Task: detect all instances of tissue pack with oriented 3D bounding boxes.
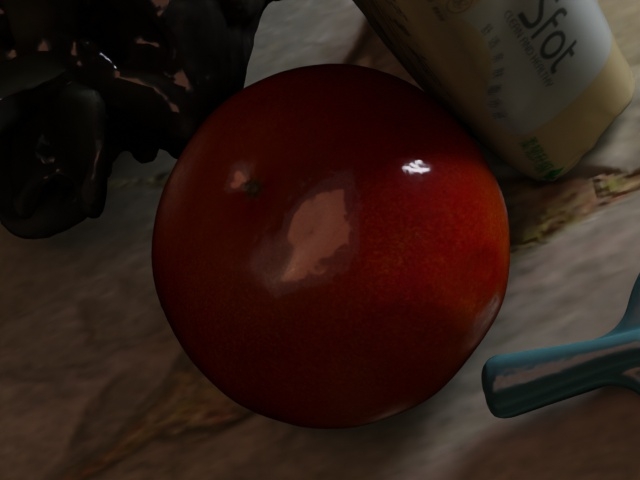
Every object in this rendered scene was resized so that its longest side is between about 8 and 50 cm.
[{"bbox_3d":[0.054,-0.149,0.855,0.090,0.222,0.186,-41,52,-1],"label":"tissue pack"}]

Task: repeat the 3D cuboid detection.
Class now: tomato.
[{"bbox_3d":[0.000,0.000,0.876,0.195,0.136,0.195,-13,63,27],"label":"tomato"}]

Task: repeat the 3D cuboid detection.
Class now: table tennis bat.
[{"bbox_3d":[0.172,0.049,0.817,0.201,0.033,0.124,-16,60,20],"label":"table tennis bat"}]

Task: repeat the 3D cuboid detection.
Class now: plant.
[{"bbox_3d":[-0.137,-0.142,0.978,0.199,0.188,0.276,8,68,53],"label":"plant"}]
